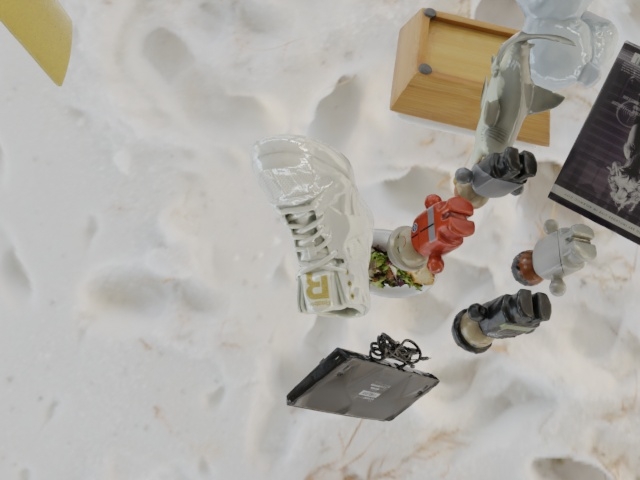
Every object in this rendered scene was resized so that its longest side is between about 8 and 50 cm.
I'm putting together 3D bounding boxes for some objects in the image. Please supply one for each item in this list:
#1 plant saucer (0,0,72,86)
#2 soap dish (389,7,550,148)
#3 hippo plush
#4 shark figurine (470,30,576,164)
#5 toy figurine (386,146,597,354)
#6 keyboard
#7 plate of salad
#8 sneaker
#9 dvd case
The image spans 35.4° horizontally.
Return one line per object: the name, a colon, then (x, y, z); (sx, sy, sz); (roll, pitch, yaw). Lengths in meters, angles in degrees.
plant saucer: (-0.465, -0.404, 1.364); (0.081, 0.332, 0.333); (-38, 78, -4)
soap dish: (0.278, -0.294, 1.797); (0.291, 0.228, 0.118); (13, 140, -3)
hippo plush: (0.367, -0.338, 1.437); (0.234, 0.294, 0.236); (-1, 108, 40)
shark figurine: (0.280, -0.210, 1.361); (0.116, 0.166, 0.278); (11, 143, 3)
toy figurine: (0.214, 0.011, 1.256); (0.213, 0.209, 0.148); (49, 146, -3)
keyboard: (0.046, 0.116, 0.898); (0.100, 0.192, 0.038); (-40, 61, 15)
plate of salad: (0.122, 0.053, 1.889); (0.200, 0.048, 0.199); (10, 141, 8)
sneaker: (0.000, 0.000, 1.230); (0.108, 0.292, 0.169); (-10, 63, 22)
dvd case: (0.394, -0.107, 1.211); (0.165, 0.018, 0.221); (29, 121, 15)
